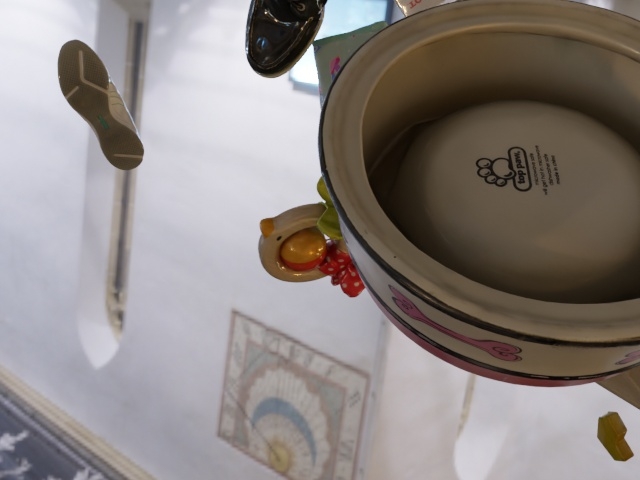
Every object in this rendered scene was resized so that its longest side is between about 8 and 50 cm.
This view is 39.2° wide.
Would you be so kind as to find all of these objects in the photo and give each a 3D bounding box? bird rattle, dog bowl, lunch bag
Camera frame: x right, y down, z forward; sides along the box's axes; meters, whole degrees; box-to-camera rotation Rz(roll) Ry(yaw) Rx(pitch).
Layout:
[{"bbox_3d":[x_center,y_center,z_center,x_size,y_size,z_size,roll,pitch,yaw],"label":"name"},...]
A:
[{"bbox_3d":[0.000,0.000,1.468,0.207,0.253,0.143,-12,-122,-5],"label":"bird rattle"},{"bbox_3d":[0.200,-0.043,0.841,0.408,0.150,0.407,1,-127,-1],"label":"dog bowl"},{"bbox_3d":[0.105,-0.211,1.521,0.160,0.223,0.262,-12,163,21],"label":"lunch bag"}]

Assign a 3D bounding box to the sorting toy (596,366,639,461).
[{"bbox_3d":[0.374,0.140,1.085,0.041,0.307,0.229,-21,-152,-27],"label":"sorting toy"}]

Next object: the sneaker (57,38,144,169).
[{"bbox_3d":[-0.244,-0.150,0.989,0.054,0.152,0.061,-24,-152,-2],"label":"sneaker"}]

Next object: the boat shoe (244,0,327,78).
[{"bbox_3d":[-0.036,-0.412,1.375,0.127,0.340,0.113,33,-167,9],"label":"boat shoe"}]

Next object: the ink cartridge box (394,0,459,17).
[{"bbox_3d":[0.206,-0.625,1.880,0.211,0.289,0.121,-34,177,20],"label":"ink cartridge box"}]
